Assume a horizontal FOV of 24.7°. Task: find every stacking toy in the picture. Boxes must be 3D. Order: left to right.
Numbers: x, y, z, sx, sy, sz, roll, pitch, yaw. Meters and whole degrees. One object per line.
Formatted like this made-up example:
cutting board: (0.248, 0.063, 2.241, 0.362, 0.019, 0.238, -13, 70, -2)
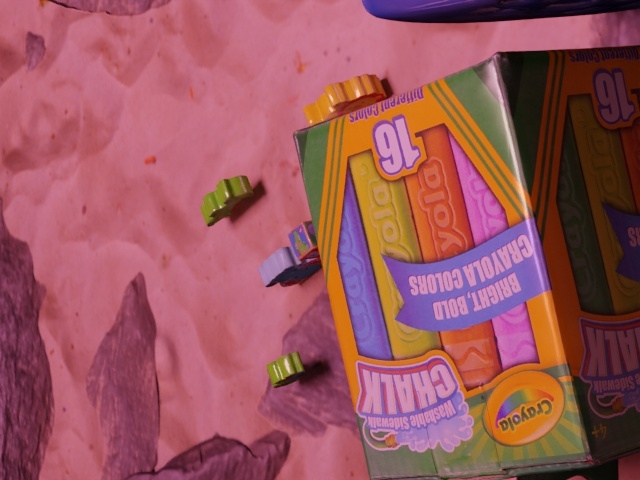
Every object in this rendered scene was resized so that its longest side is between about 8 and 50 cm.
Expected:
stacking toy: (0.000, 0.000, 1.101, 0.221, 0.052, 0.167, -38, 68, 46)

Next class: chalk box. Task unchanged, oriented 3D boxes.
chalk box: (0.131, 0.046, 0.867, 0.179, 0.180, 0.289, -17, 86, 48)

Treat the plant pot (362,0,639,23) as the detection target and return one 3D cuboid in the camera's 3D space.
plant pot: (0.167, -0.233, 0.743, 0.212, 0.236, 0.236, 5, 100, 41)
